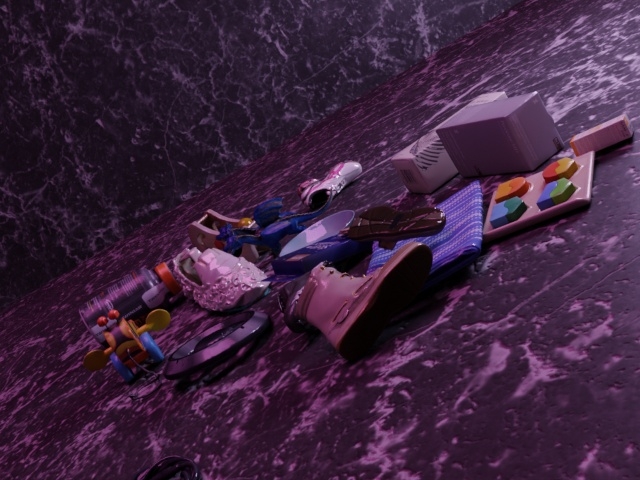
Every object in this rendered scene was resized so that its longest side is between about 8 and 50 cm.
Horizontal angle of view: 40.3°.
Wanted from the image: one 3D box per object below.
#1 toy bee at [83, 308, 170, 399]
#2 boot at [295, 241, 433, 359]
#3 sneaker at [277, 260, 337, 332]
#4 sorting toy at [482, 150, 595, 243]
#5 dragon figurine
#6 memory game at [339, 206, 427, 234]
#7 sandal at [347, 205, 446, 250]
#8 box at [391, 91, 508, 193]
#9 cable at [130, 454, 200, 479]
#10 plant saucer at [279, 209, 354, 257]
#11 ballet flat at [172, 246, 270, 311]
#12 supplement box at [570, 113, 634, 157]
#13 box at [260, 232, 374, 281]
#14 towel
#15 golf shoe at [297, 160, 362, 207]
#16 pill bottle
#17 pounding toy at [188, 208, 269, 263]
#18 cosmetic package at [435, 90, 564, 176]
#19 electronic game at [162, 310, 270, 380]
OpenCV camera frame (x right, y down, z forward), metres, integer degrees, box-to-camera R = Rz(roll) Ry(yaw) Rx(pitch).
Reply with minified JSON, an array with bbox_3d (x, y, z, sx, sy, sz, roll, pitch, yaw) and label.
[{"bbox_3d":[-0.399,0.207,1.841,0.195,0.162,0.298,-38,16,-29],"label":"toy bee"},{"bbox_3d":[0.064,0.068,1.374,0.213,0.077,0.165,-50,36,-5],"label":"boot"},{"bbox_3d":[-0.035,0.117,1.570,0.106,0.078,0.234,-29,11,22],"label":"sneaker"},{"bbox_3d":[0.363,-0.079,1.468,0.193,0.038,0.208,-23,17,30],"label":"sorting toy"},{"bbox_3d":[-0.102,-0.040,2.042,0.289,0.085,0.144,-29,-29,14],"label":"dragon figurine"},{"bbox_3d":[0.126,-0.038,1.749,0.186,0.012,0.186,-15,2,1],"label":"memory game"},{"bbox_3d":[0.135,-0.017,1.543,0.219,0.060,0.090,-3,37,43],"label":"sandal"},{"bbox_3d":[0.300,-0.216,1.927,0.275,0.094,0.113,-37,15,-16],"label":"box"},{"bbox_3d":[-0.232,0.365,1.232,0.151,0.047,0.184,-32,11,-22],"label":"cable"},{"bbox_3d":[0.000,0.000,1.946,0.195,0.037,0.195,-29,16,9],"label":"plant saucer"},{"bbox_3d":[-0.256,0.080,2.020,0.147,0.147,0.409,-38,17,-22],"label":"ballet flat"},{"bbox_3d":[0.492,-0.182,1.526,0.098,0.036,0.062,-24,6,29],"label":"supplement box"},{"bbox_3d":[-0.004,0.030,1.751,0.225,0.036,0.136,-23,9,-29],"label":"box"},{"bbox_3d":[0.173,0.009,1.518,0.243,0.040,0.336,-32,14,21],"label":"towel"},{"bbox_3d":[0.034,-0.144,2.321,0.186,0.067,0.086,-30,43,-1],"label":"golf shoe"},{"bbox_3d":[-0.474,0.156,2.213,0.246,0.130,0.130,-34,15,-6],"label":"pill bottle"},{"bbox_3d":[-0.228,-0.024,2.254,0.270,0.154,0.155,-16,21,45],"label":"pounding toy"},{"bbox_3d":[0.352,-0.205,1.731,0.107,0.127,0.238,-36,13,-18],"label":"cosmetic package"},{"bbox_3d":[-0.198,0.200,1.671,0.229,0.048,0.229,-27,8,4],"label":"electronic game"}]
